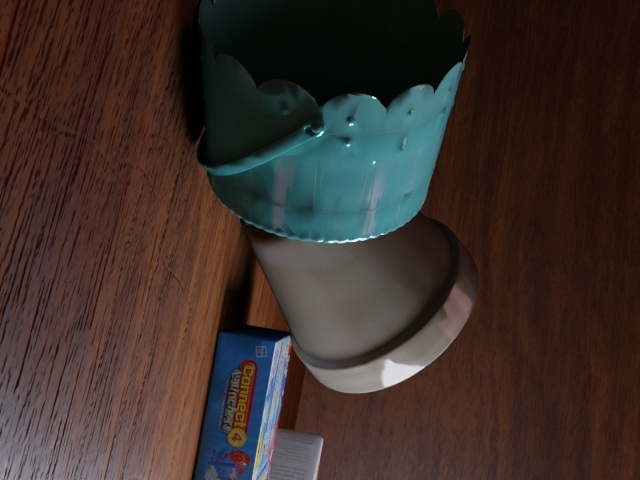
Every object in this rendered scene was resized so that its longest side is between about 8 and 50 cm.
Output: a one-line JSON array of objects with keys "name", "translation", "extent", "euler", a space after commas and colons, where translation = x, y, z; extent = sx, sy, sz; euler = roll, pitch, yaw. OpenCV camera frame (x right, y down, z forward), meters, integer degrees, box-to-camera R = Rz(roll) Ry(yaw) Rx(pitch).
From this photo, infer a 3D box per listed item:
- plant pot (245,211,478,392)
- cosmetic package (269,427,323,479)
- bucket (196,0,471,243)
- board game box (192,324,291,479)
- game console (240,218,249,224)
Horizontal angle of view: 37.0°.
[{"name": "plant pot", "translation": [0.039, 0.023, 1.478], "extent": [0.280, 0.323, 0.323], "euler": [52, 33, -30]}, {"name": "cosmetic package", "translation": [-0.113, 0.593, 1.828], "extent": [0.453, 0.161, 0.230], "euler": [-73, 172, -57]}, {"name": "bucket", "translation": [0.004, -0.141, 0.967], "extent": [0.281, 0.281, 0.183], "euler": [-75, 175, -53]}, {"name": "board game box", "translation": [-0.120, 0.292, 1.503], "extent": [0.308, 0.086, 0.302], "euler": [38, 61, -86]}, {"name": "game console", "translation": [-0.068, -0.203, 1.234], "extent": [0.213, 0.043, 0.362], "euler": [78, 19, -71]}]
